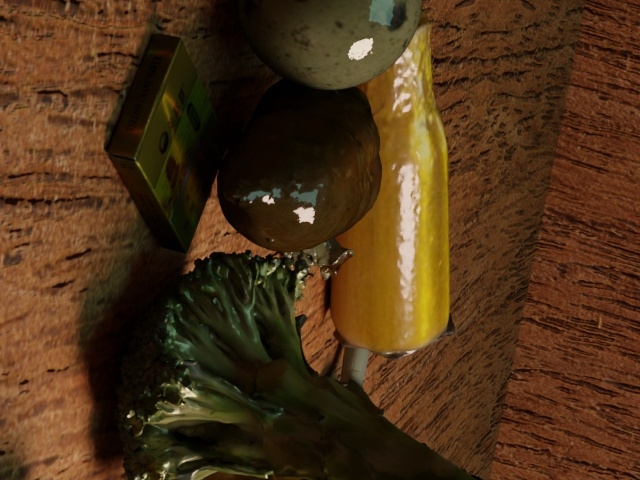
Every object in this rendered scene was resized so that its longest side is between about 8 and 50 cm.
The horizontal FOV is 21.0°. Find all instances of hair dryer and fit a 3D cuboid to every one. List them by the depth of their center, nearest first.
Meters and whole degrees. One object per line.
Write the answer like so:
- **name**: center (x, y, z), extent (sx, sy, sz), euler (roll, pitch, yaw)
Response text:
- **hair dryer**: center (0.050, 0.166, 2.338), extent (0.206, 0.075, 0.237), euler (74, 24, -73)

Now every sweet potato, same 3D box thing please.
- **sweet potato**: center (-0.016, -0.066, 1.657), extent (0.369, 0.158, 0.158), euler (-70, 169, -72)

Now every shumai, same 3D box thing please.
- **shumai**: center (0.000, 0.000, 1.960), extent (0.083, 0.080, 0.082), euler (42, 60, -70)

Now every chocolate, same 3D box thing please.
- **chocolate**: center (0.096, -0.076, 2.097), extent (0.162, 0.162, 0.445), euler (-56, 152, -52)

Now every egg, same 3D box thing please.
- **egg**: center (0.009, -0.230, 1.640), extent (0.228, 0.177, 0.177), euler (6, 97, -85)

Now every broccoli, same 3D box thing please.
- **broccoli**: center (-0.029, 0.182, 1.536), extent (0.252, 0.361, 0.221), euler (-28, 145, -25)

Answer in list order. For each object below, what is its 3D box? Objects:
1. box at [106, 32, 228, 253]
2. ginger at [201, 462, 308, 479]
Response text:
- **box**: center (-0.132, -0.083, 1.532), extent (0.193, 0.030, 0.121), euler (70, 35, -64)
- **ginger**: center (-0.108, 0.354, 1.711), extent (0.254, 0.176, 0.418), euler (57, 45, -60)
